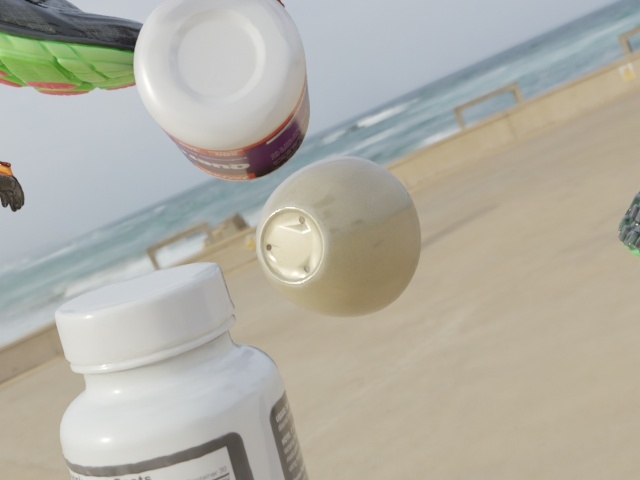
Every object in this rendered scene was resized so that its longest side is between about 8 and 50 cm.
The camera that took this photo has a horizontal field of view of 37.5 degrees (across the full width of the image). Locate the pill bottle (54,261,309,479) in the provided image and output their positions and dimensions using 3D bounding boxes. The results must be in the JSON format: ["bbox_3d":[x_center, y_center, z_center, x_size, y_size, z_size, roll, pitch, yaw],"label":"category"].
[{"bbox_3d":[-0.098,0.187,0.735,0.176,0.319,0.176,-14,8,2],"label":"pill bottle"}]

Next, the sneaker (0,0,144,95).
[{"bbox_3d":[-0.402,-0.304,1.067,0.482,0.202,0.185,20,-5,-14],"label":"sneaker"}]

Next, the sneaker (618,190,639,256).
[{"bbox_3d":[0.312,0.004,0.579,0.134,0.146,0.343,-52,18,2],"label":"sneaker"}]

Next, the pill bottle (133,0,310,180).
[{"bbox_3d":[-0.104,-0.171,1.118,0.181,0.182,0.323,-24,-6,-1],"label":"pill bottle"}]

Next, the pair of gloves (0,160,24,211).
[{"bbox_3d":[-0.363,-0.064,1.026,0.083,0.074,0.010,11,48,10],"label":"pair of gloves"}]

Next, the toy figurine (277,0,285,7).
[{"bbox_3d":[-0.023,-0.395,1.160,0.213,0.148,0.209,-15,-20,-3],"label":"toy figurine"}]

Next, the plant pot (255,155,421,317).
[{"bbox_3d":[0.000,0.000,1.576,0.284,0.284,0.191,-20,-6,30],"label":"plant pot"}]
